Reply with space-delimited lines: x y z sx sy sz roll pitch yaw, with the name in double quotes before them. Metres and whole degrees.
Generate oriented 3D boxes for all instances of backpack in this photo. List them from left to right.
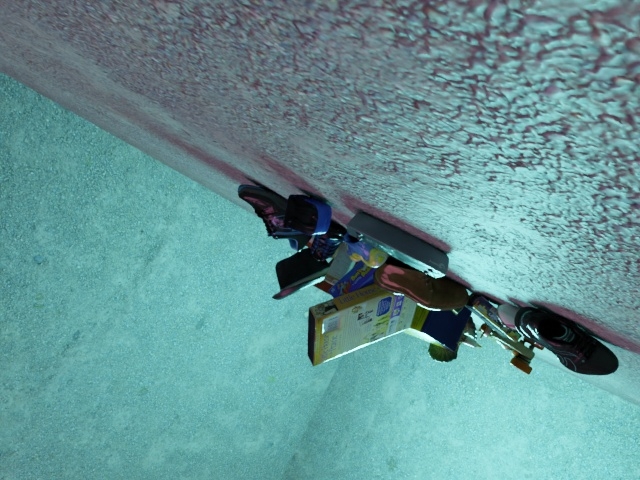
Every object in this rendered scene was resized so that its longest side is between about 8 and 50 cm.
"backpack" -0.023 -0.069 1.345 0.101 0.098 0.120 -9 -157 -42

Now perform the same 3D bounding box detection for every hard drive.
"hard drive" 0.187 0.012 1.236 0.254 0.054 0.172 27 176 8

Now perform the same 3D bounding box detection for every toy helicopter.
"toy helicopter" 0.729 0.400 2.081 0.234 0.140 0.355 30 178 -5

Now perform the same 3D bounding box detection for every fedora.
"fedora" -0.073 0.122 2.103 0.334 0.333 0.153 93 153 -86

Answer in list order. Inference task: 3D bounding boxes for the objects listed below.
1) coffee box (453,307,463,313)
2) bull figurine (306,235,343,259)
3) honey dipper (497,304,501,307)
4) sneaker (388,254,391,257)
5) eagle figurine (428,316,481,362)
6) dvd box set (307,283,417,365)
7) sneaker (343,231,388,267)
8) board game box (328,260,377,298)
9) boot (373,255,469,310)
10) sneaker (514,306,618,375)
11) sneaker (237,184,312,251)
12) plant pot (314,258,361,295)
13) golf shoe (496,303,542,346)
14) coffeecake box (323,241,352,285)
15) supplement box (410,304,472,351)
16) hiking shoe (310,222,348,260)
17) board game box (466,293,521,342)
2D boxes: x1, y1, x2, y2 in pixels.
"coffee box" 0.390 0.167 1.660 0.184 0.040 0.113 43 180 16
"bull figurine" 0.000 0.000 2.053 0.310 0.101 0.188 31 179 -22
"honey dipper" 0.596 0.236 1.615 0.030 0.031 0.160 23 170 46
"sneaker" 0.222 0.059 1.628 0.061 0.054 0.152 25 176 -4
"eagle figurine" 0.582 0.403 2.165 0.225 0.227 0.298 -9 165 27
"dvd box set" 0.154 0.280 1.815 0.308 0.420 0.062 92 154 -46
"sneaker" 0.116 0.002 1.548 0.126 0.091 0.240 49 169 -20
"board game box" 0.222 0.183 1.872 0.347 0.233 0.078 32 -161 -48
"boot" 0.320 0.127 1.542 0.305 0.112 0.115 17 142 -4
"sneaker" 0.603 0.252 1.228 0.267 0.101 0.106 27 174 3
"sneaker" -0.154 -0.078 1.766 0.340 0.140 0.125 31 177 -31
"plant pot" 0.150 0.194 2.552 0.267 0.236 0.267 27 176 16
"golf shoe" 0.573 0.222 1.389 0.186 0.068 0.086 28 149 -4
"coffeecake box" 0.088 0.085 1.895 0.068 0.186 0.142 27 176 9
"supplement box" 0.416 0.297 2.120 0.195 0.194 0.356 34 169 -28
"hiking shoe" 0.024 0.012 1.768 0.113 0.132 0.304 27 176 8
"board game box" 0.541 0.241 1.595 0.170 0.048 0.141 40 178 4
